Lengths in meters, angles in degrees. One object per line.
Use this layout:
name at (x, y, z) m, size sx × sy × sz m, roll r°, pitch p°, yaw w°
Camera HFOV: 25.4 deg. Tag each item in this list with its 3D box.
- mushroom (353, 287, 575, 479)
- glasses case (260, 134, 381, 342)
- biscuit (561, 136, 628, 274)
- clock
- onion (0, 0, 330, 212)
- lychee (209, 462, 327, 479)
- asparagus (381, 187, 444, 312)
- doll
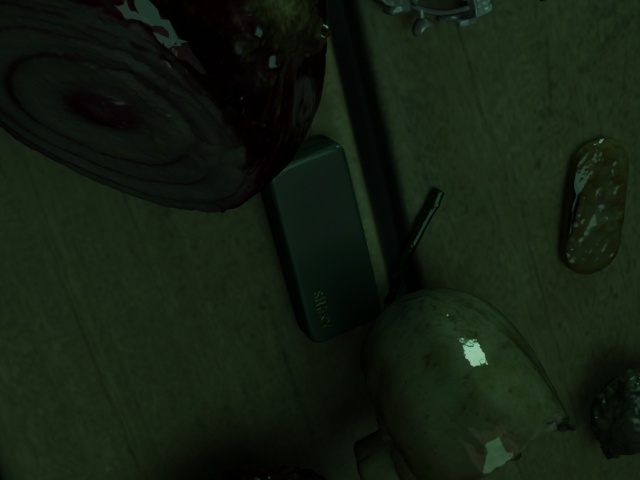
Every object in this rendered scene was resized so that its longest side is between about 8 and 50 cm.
mushroom at (0.108, 0.143, 1.315) m, size 0.195 × 0.189 × 0.254 m, roll -30°, pitch 165°, yaw 8°
glasses case at (0.000, 0.000, 1.298) m, size 0.078 × 0.039 × 0.184 m, roll -23°, pitch 118°, yaw -16°
biscuit at (0.277, -0.033, 1.432) m, size 0.071 × 0.018 × 0.147 m, roll -8°, pitch 112°, yaw -26°
clock at (0.101, -0.227, 1.255) m, size 0.129 × 0.041 × 0.087 m, roll -20°, pitch 114°, yaw -23°
onion at (-0.131, -0.196, 1.030) m, size 0.337 × 0.282 × 0.260 m, roll 45°, pitch 54°, yaw -43°
lychee at (-0.030, 0.325, 1.309) m, size 0.271 × 0.236 × 0.236 m, roll 23°, pitch 99°, yaw -46°
asparagus at (0.081, 0.025, 1.361) m, size 0.016 × 0.016 × 0.162 m, roll 11°, pitch 105°, yaw -48°
doll at (0.418, 0.151, 1.539) m, size 0.286 × 0.091 × 0.202 m, roll -33°, pitch 139°, yaw -7°
